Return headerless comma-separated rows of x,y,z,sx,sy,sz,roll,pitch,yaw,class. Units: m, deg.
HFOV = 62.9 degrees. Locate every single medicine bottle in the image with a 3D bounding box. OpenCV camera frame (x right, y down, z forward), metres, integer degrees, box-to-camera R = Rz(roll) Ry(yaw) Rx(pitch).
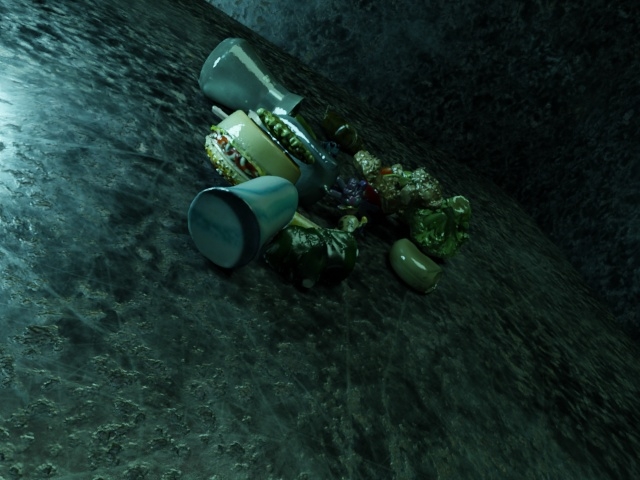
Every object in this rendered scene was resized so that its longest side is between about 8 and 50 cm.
0.000,0.000,1.480,0.218,0.074,0.074,32,25,-15,medicine bottle

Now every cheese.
0.308,0.078,1.736,0.202,0.091,0.175,49,26,23,cheese

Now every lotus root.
0.361,-0.090,2.125,0.150,0.062,0.073,25,20,-25,lotus root

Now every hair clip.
0.122,-0.138,1.779,0.090,0.137,0.278,32,1,29,hair clip

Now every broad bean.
-0.101,-0.432,2.093,0.169,0.100,0.228,10,47,-30,broad bean

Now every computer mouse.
-0.070,-0.268,1.739,0.371,0.188,0.122,49,20,25,computer mouse

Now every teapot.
-0.260,-0.532,1.901,0.344,0.253,0.300,38,63,-2,teapot

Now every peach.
0.242,-0.183,1.996,0.197,0.197,0.197,29,26,-16,peach

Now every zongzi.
0.119,-0.498,2.500,0.241,0.111,0.248,40,12,-38,zongzi

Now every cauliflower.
0.459,-0.073,1.984,0.275,0.250,0.272,5,63,-40,cauliflower

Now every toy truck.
0.054,-0.394,2.263,0.074,0.063,0.136,30,14,35,toy truck

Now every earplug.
-0.148,-0.079,1.265,0.185,0.185,0.324,40,31,6,earplug

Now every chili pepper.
-0.009,0.040,1.342,0.264,0.148,0.116,10,15,-32,chili pepper

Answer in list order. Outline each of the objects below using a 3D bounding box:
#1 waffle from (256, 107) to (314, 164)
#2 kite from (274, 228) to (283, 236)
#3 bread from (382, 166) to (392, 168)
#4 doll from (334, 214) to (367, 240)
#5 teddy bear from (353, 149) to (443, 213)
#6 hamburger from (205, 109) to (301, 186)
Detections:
-0.101,-0.307,1.565,0.208,0.054,0.214,46,3,4,waffle
-0.117,-0.028,1.462,0.183,0.014,0.241,4,41,-48,kite
0.290,-0.259,2.305,0.124,0.084,0.344,18,22,14,bread
0.100,-0.044,1.690,0.179,0.102,0.089,-56,131,-66,doll
0.278,-0.211,1.803,0.296,0.222,0.246,56,6,-24,teddy bear
-0.196,-0.229,1.489,0.300,0.176,0.300,43,6,-6,hamburger
